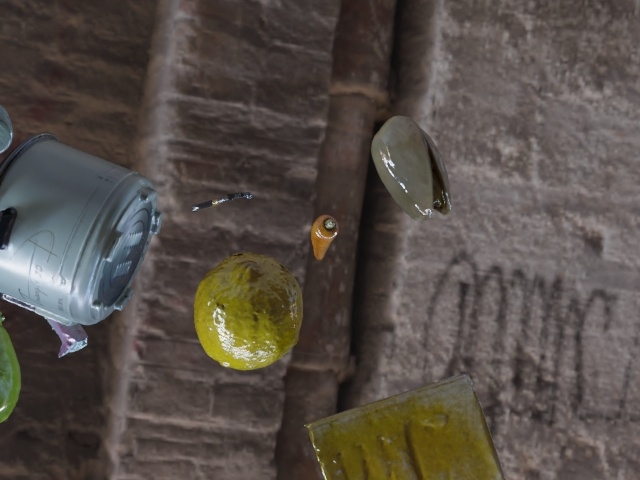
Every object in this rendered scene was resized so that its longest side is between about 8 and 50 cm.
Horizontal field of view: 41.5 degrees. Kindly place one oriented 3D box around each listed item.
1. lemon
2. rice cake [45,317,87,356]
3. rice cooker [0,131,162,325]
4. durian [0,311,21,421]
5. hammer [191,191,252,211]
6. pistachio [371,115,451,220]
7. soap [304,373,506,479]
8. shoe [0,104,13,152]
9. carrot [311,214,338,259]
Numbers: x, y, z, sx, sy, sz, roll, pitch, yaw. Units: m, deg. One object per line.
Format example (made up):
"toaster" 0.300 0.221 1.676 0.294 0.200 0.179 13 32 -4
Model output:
"lemon" -0.125 0.125 1.469 0.192 0.231 0.192 5 -142 -4
"rice cake" -0.649 0.166 2.028 0.081 0.051 0.290 -30 -126 -21
"rice cooker" -0.365 -0.016 1.181 0.227 0.241 0.280 22 -170 3
"durian" -0.908 0.351 2.218 0.204 0.340 0.256 -29 170 18
"hammer" -0.296 -0.112 2.433 0.201 0.021 0.078 -13 177 34
"pistachio" 0.177 -0.135 1.585 0.129 0.206 0.131 -24 170 -25
"soap" 0.168 0.437 1.603 0.335 0.294 0.156 -16 166 -2
"shoe" -0.618 -0.210 1.352 0.251 0.103 0.100 17 -161 -19
"carrot" 0.000 0.000 2.018 0.061 0.061 0.257 8 160 -6
